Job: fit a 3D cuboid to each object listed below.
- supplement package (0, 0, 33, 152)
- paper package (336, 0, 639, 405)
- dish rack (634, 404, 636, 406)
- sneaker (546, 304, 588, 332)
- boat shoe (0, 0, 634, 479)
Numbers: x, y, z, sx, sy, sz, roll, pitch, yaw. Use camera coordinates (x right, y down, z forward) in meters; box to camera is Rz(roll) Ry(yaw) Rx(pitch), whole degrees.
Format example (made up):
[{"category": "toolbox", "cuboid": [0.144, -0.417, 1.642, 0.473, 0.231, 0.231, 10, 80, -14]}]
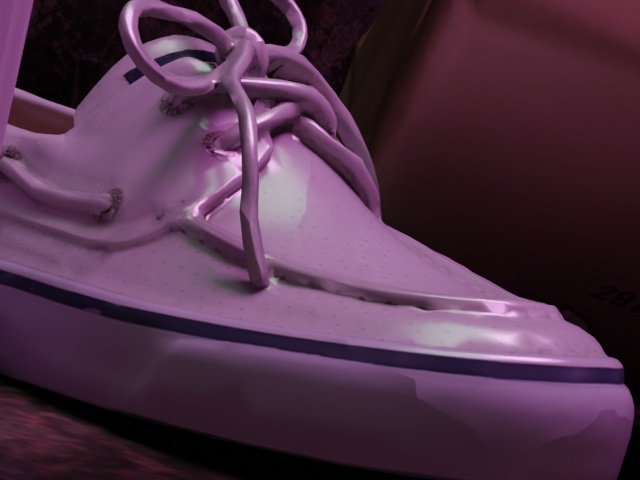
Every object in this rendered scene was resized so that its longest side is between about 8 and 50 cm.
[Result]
[{"category": "supplement package", "cuboid": [-0.240, -0.076, 0.504, 0.178, 0.175, 0.293, 11, 2, -39]}, {"category": "paper package", "cuboid": [0.181, -0.045, 0.717, 0.325, 0.168, 0.309, 19, -25, -6]}, {"category": "dish rack", "cuboid": [0.193, 0.069, 0.966, 0.272, 0.074, 0.208, 14, 2, -18]}, {"category": "sneaker", "cuboid": [0.032, 0.044, 0.697, 0.191, 0.071, 0.083, 22, -11, -37]}, {"category": "boat shoe", "cuboid": [-0.045, -0.023, 0.553, 0.367, 0.156, 0.136, 13, 1, 44]}]
